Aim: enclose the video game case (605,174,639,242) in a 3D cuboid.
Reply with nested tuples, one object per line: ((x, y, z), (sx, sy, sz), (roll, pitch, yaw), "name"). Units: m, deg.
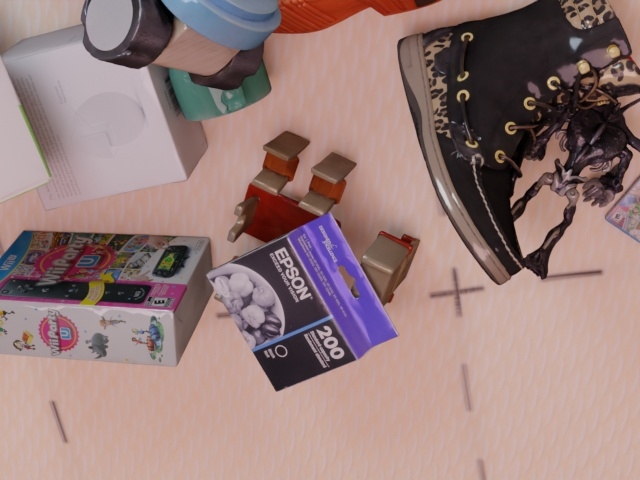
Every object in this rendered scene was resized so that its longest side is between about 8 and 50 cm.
((0.495, -0.060, 1.717), (0.119, 0.015, 0.166), (33, 117, -6), "video game case")

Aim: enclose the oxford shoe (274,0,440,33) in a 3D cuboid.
((-0.006, -0.357, 1.630), (0.363, 0.130, 0.133), (-5, 82, 20), "oxford shoe")

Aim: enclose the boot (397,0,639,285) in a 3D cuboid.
((0.270, -0.154, 1.556), (0.284, 0.378, 0.138), (-23, 146, 14), "boot")

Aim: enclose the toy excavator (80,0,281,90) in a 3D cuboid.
((-0.117, -0.464, 1.477), (0.445, 0.222, 0.433), (-39, 63, 28), "toy excavator")

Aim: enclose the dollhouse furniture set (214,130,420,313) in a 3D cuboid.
((0.000, 0.000, 1.799), (0.259, 0.135, 0.262), (25, 118, 11), "dollhouse furniture set")

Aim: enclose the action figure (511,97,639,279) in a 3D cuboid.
((0.333, -0.093, 1.669), (0.164, 0.141, 0.276), (37, 90, 1), "action figure")

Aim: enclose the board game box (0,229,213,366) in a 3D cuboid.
((-0.331, 0.079, 1.823), (0.303, 0.224, 0.098), (2, 117, 9), "board game box")

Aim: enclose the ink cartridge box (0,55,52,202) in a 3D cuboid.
((-0.481, -0.154, 1.668), (0.114, 0.273, 0.198), (-27, 105, -22), "ink cartridge box")

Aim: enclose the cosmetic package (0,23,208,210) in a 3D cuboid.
((-0.307, -0.186, 1.737), (0.224, 0.138, 0.224), (-11, 113, 14), "cosmetic package")

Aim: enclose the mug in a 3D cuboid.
((-0.133, -0.232, 1.678), (0.157, 0.129, 0.097), (3, 119, 45), "mug")

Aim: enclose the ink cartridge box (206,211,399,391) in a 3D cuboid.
((-0.026, 0.091, 1.742), (0.208, 0.045, 0.206), (-26, 99, 27), "ink cartridge box")
